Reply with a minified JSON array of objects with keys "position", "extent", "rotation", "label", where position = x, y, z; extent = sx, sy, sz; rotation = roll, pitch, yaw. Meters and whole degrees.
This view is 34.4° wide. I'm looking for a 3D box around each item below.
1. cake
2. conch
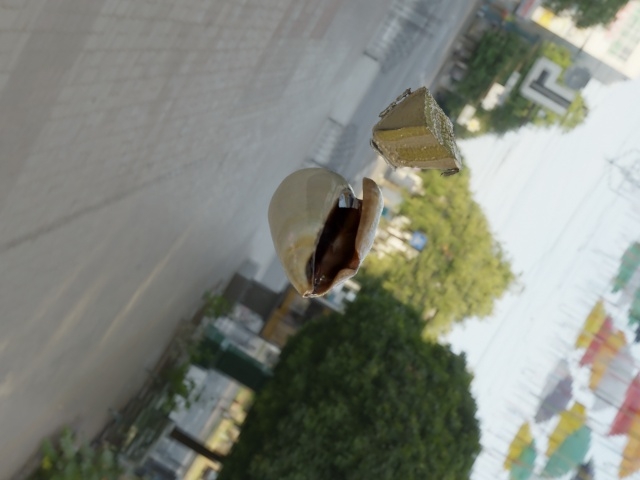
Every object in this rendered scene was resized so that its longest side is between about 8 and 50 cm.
[{"position":[0.085,-0.085,0.803],"extent":[0.065,0.052,0.121],"rotation":[-40,-165,-7],"label":"cake"},{"position":[0.002,-0.011,0.927],"extent":[0.176,0.104,0.094],"rotation":[-84,-178,-77],"label":"conch"}]
